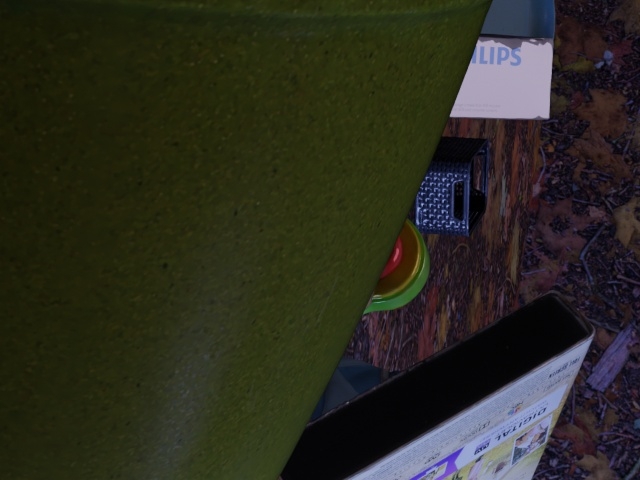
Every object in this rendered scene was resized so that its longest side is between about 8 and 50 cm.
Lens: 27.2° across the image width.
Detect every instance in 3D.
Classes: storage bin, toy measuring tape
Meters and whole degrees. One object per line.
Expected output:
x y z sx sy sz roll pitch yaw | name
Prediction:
0.205 -0.086 2.051 0.180 0.084 0.122 -44 136 -66 | storage bin
0.061 0.083 1.529 0.121 0.121 0.330 51 46 -68 | toy measuring tape

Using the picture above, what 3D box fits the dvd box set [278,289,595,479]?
0.077 0.244 1.225 0.307 0.062 0.420 -26 149 -22 | dvd box set

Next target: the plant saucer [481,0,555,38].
0.265 -0.402 2.050 0.317 0.043 0.317 16 69 -48 | plant saucer

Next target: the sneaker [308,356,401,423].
0.040 0.202 1.311 0.319 0.208 0.127 -51 145 -63 | sneaker

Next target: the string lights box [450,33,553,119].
0.087 -0.159 1.253 0.259 0.133 0.077 16 -75 60 | string lights box

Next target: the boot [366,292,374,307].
0.000 0.000 1.333 0.262 0.095 0.203 -64 155 -62 | boot

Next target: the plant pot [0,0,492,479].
-0.124 -0.029 0.499 0.366 0.366 0.353 -47 152 -66 | plant pot
